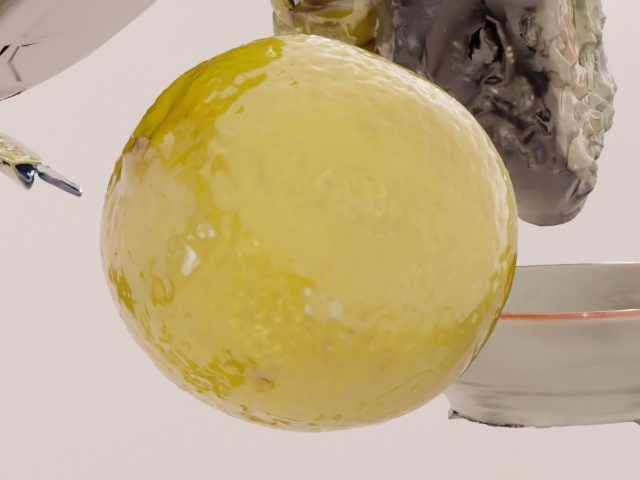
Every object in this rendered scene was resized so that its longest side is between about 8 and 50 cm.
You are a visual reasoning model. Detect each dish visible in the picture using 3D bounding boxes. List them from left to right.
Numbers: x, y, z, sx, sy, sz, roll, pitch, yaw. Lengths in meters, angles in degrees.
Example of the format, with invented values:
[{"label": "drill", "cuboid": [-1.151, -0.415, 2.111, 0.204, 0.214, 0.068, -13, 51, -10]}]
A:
[{"label": "dish", "cuboid": [0.151, 0.068, 1.004, 0.260, 0.260, 0.085, -9, -81, -56]}]

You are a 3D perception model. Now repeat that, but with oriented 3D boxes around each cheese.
[{"label": "cheese", "cuboid": [-0.283, -0.088, 1.212, 0.250, 0.064, 0.156, 28, -178, -41]}]

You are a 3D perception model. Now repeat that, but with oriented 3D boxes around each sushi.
[{"label": "sushi", "cuboid": [0.101, -0.183, 1.415, 0.328, 0.285, 0.328, -63, -36, -58]}]

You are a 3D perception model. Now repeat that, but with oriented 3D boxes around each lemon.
[{"label": "lemon", "cuboid": [0.000, 0.000, 0.728, 0.203, 0.178, 0.178, 22, -147, -27]}]

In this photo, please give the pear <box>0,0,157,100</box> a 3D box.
[{"label": "pear", "cuboid": [-0.164, -0.200, 0.879, 0.165, 0.399, 0.399, 57, -151, 6]}]
